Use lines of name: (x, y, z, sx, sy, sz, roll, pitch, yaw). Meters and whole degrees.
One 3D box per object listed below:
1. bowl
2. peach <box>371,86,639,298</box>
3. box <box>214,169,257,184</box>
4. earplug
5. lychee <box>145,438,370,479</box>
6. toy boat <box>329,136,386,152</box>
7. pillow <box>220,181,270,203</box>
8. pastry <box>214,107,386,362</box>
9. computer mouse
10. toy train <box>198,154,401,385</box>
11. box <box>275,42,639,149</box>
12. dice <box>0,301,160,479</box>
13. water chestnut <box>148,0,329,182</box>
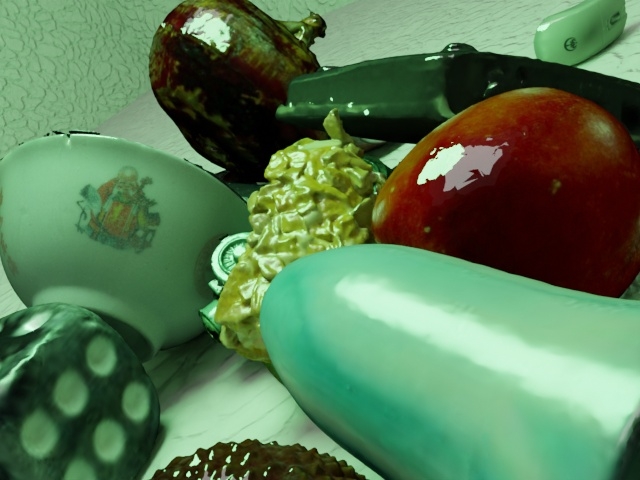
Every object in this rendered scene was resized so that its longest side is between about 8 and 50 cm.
bowl: (-0.243, 0.047, 0.860, 0.345, 0.345, 0.157, -14, 49, 30)
peach: (0.162, -0.010, 0.615, 0.243, 0.200, 0.243, -29, -20, -12)
box: (-0.198, -0.050, 1.274, 0.120, 0.069, 0.224, -16, 24, 25)
earplug: (0.071, 0.087, 0.456, 0.185, 0.185, 0.324, -39, 35, -26)
lychee: (-0.034, 0.202, 0.406, 0.194, 0.195, 0.194, -23, 23, 11)
toy boat: (0.077, -0.219, 1.328, 0.206, 0.096, 0.282, -39, 12, -17)
pillow: (-0.101, -0.055, 1.137, 0.208, 0.055, 0.141, 2, 31, 19)
pastry: (0.000, 0.000, 0.692, 0.154, 0.102, 0.250, 7, 61, 21)
computer mouse: (0.426, -0.335, 1.157, 0.181, 0.089, 0.056, -30, 33, -11)
toy train: (0.020, 0.034, 0.807, 0.307, 0.126, 0.189, -36, 62, -17)
box: (0.167, -0.155, 0.862, 0.359, 0.091, 0.350, 2, 7, -32)
dice: (-0.289, 0.182, 0.733, 0.183, 0.182, 0.182, -14, 28, 28)
water chestnut: (-0.105, -0.267, 1.223, 0.302, 0.350, 0.350, -50, 26, -7)
